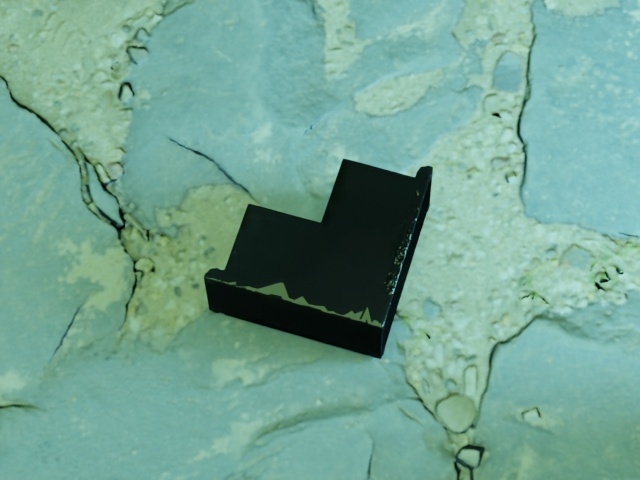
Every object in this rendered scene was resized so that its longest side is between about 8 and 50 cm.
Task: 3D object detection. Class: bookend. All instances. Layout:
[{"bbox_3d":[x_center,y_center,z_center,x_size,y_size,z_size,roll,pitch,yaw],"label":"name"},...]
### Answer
[{"bbox_3d":[0.000,0.000,1.526,0.157,0.072,0.156,15,66,7],"label":"bookend"}]
